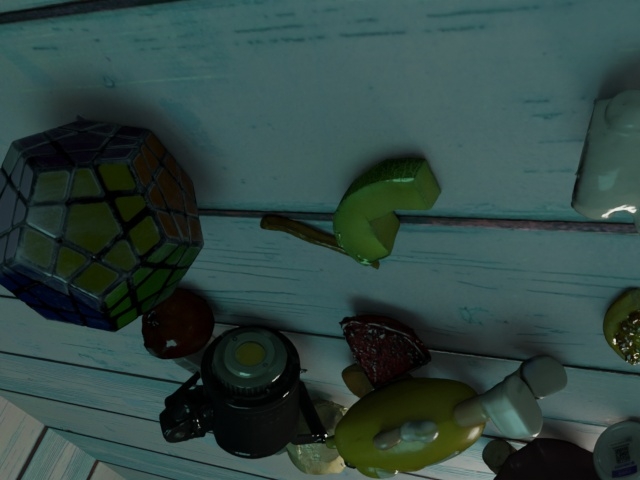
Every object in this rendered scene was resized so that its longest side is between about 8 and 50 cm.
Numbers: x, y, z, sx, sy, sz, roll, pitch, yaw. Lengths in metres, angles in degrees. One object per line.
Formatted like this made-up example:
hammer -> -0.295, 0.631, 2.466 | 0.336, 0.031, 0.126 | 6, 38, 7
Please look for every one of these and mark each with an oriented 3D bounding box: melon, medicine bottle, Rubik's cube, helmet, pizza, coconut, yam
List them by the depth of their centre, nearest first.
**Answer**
melon -> 0.086, -0.045, 0.958 | 0.118, 0.064, 0.209 | 33, 144, -17
pizza -> 0.478, 0.133, 1.014 | 0.134, 0.046, 0.175 | -2, 142, 33
Rubik's cube -> -0.333, -0.023, 1.038 | 0.318, 0.264, 0.319 | 15, 148, 9
medicine bottle -> 0.625, 0.440, 1.314 | 0.215, 0.135, 0.135 | 37, 145, -25
helmet -> 0.518, 0.527, 1.419 | 0.338, 0.271, 0.197 | 21, 106, 2
yam -> 0.427, 0.506, 1.584 | 0.084, 0.084, 0.127 | -12, 132, 42
coconut -> -0.002, 0.480, 1.705 | 0.194, 0.194, 0.194 | 15, 148, 10

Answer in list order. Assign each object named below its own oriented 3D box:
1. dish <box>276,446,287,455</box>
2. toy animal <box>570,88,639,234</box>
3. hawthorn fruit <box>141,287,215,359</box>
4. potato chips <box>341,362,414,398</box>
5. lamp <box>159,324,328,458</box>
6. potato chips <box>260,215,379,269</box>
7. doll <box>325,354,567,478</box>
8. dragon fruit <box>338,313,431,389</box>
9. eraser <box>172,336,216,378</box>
dish -> -0.114, 0.525, 1.930 | 0.151, 0.077, 0.212 | 33, 146, -23
toy animal -> 0.349, -0.082, 0.686 | 0.193, 0.128, 0.179 | 8, 145, 25
hawthorn fruit -> -0.287, 0.174, 1.456 | 0.148, 0.148, 0.172 | -8, 166, 38
potato chips -> 0.142, 0.297, 1.446 | 0.208, 0.062, 0.195 | 34, 149, -21
lamp -> -0.133, 0.312, 1.475 | 0.374, 0.205, 0.272 | 0, 132, -30
potato chips -> 0.000, 0.000, 1.110 | 0.203, 0.026, 0.037 | 19, 152, 2
doll -> 0.225, 0.305, 1.236 | 0.348, 0.161, 0.423 | -11, 165, -25
dragon fruit -> 0.113, 0.177, 1.276 | 0.120, 0.127, 0.161 | -31, 102, 6
eraser -> -0.221, 0.303, 1.641 | 0.352, 0.089, 0.061 | 37, 143, -25
